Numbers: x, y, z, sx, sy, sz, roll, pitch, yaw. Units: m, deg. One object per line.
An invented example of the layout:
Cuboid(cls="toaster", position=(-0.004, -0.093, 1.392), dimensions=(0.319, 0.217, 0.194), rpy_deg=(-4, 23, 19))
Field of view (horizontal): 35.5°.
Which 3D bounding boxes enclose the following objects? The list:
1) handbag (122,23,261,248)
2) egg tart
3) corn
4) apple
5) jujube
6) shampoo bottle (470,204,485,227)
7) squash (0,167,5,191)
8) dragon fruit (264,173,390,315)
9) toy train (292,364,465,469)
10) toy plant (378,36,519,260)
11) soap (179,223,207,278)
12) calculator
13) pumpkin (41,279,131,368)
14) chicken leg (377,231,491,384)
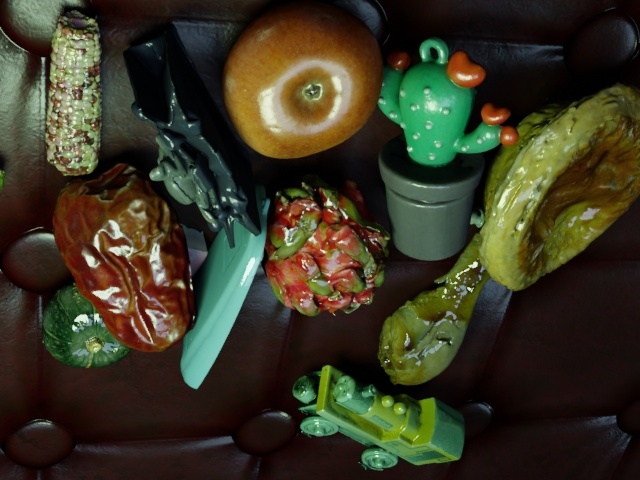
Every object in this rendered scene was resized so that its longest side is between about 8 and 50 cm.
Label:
Cuboid(cls="handbag", position=(-0.208, -0.154, 1.629), dimensions=(0.118, 0.269, 0.326), rpy_deg=(-25, 129, 7))
Cuboid(cls="egg tart", position=(0.434, -0.117, 1.855), dimensions=(0.443, 0.178, 0.443), rpy_deg=(-29, 144, -24))
Cuboid(cls="corn", position=(-0.399, -0.231, 1.629), dimensions=(0.092, 0.092, 0.281), rpy_deg=(1, 125, -17))
Cuboid(cls="apple", position=(-0.028, -0.261, 1.642), dimensions=(0.271, 0.206, 0.252), rpy_deg=(-13, 126, -4))
Cuboid(cls="jujube", position=(-0.337, 0.040, 1.749), dimensions=(0.216, 0.216, 0.342), rpy_deg=(-20, 111, 0))
Cuboid(cls="shampoo bottle", position=(0.234, -0.067, 1.960), dimensions=(0.204, 0.065, 0.065), rpy_deg=(15, 121, -24))
Cuboid(cls="squash", position=(-0.687, -0.057, 1.684), dimensions=(0.331, 0.087, 0.087), rpy_deg=(-21, 130, -4))
Cuboid(cls="dragon fruit", position=(0.005, 0.008, 1.841), dimensions=(0.231, 0.237, 0.303), rpy_deg=(-17, 138, -8))
Cuboid(cls="toy train", position=(0.114, 0.379, 2.167), dimensions=(0.237, 0.150, 0.369), rpy_deg=(-22, 137, 41))
Cuboid(cls="toy plant", position=(0.190, -0.166, 1.735), dimensions=(0.185, 0.279, 0.400), rpy_deg=(-16, 132, -15))
Cuboid(cls="soap", position=(-0.284, 0.040, 1.897), dimensions=(0.100, 0.056, 0.149), rpy_deg=(23, 118, -32))
Cuboid(cls="calculator", position=(-0.175, 0.071, 1.824), dimensions=(0.054, 0.256, 0.386), rpy_deg=(20, 122, -18))
Cuboid(cls="pumpkin", position=(-0.430, 0.157, 1.887), dimensions=(0.190, 0.146, 0.190), rpy_deg=(-20, 127, -29))
Cuboid(cls="chicken leg", position=(0.267, 0.137, 2.091), dimensions=(0.201, 0.153, 0.429), rpy_deg=(21, 112, -43))
